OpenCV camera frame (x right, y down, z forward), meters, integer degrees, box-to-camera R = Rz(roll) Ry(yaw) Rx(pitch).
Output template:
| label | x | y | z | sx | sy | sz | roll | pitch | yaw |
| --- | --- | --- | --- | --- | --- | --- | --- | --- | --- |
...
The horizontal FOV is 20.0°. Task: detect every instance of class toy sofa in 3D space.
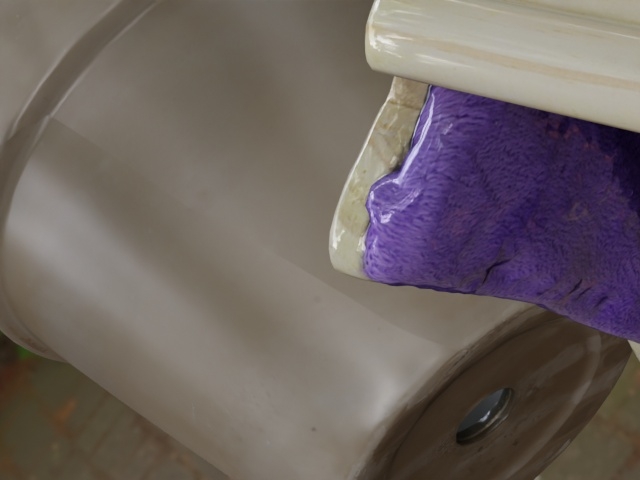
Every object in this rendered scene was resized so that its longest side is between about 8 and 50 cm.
| label | x | y | z | sx | sy | sz | roll | pitch | yaw |
| --- | --- | --- | --- | --- | --- | --- | --- | --- | --- |
| toy sofa | 0.161 | -0.032 | 0.633 | 0.150 | 0.362 | 0.177 | 16 | 88 | 30 |

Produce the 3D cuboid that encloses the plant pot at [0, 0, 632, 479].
| label | x | y | z | sx | sy | sz | roll | pitch | yaw |
| --- | --- | --- | --- | --- | --- | --- | --- | --- | --- |
| plant pot | 0.000 | 0.000 | 0.928 | 0.323 | 0.323 | 0.280 | -49 | 59 | 11 |
